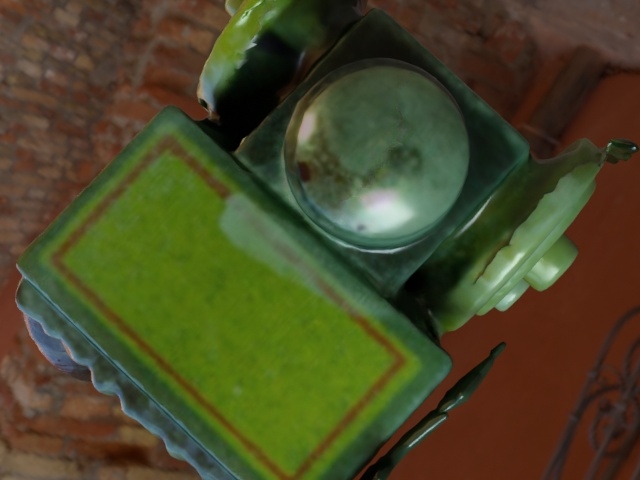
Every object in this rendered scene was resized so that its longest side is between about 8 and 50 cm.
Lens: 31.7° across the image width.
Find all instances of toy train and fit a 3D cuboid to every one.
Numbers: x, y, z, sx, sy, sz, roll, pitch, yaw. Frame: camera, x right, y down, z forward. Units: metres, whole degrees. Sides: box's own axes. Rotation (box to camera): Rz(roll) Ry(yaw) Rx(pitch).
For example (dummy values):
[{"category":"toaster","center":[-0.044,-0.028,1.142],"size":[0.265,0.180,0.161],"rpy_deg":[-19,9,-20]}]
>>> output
[{"category":"toy train","center":[0.000,0.000,0.451],"size":[0.159,0.188,0.271],"rpy_deg":[43,178,3]}]

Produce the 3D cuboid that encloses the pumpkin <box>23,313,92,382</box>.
[{"category":"pumpkin","center":[-0.165,0.038,0.932],"size":[0.125,0.167,0.167],"rpy_deg":[53,-171,37]}]
